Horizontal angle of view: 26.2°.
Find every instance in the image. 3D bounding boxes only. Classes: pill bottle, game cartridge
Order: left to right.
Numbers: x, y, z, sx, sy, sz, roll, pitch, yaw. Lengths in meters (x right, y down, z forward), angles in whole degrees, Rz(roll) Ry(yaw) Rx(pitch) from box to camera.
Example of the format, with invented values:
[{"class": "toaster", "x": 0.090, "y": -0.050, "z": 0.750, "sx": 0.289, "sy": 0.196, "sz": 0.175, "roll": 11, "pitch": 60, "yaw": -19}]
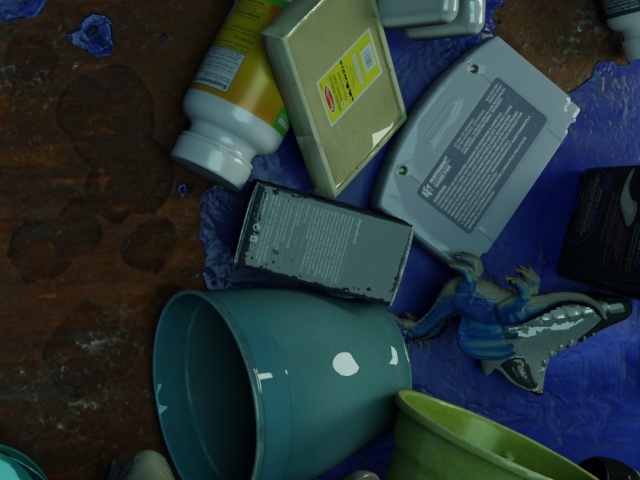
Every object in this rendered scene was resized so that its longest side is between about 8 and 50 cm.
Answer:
[{"class": "pill bottle", "x": -0.090, "y": -0.192, "z": 1.740, "sx": 0.136, "sy": 0.136, "sz": 0.245, "roll": 29, "pitch": 83, "yaw": -16}, {"class": "game cartridge", "x": 0.204, "y": -0.122, "z": 1.877, "sx": 0.196, "sy": 0.060, "sz": 0.294, "roll": 39, "pitch": 80, "yaw": -18}, {"class": "pill bottle", "x": 0.445, "y": -0.347, "z": 1.918, "sx": 0.108, "sy": 0.108, "sz": 0.180, "roll": -16, "pitch": 96, "yaw": -16}]

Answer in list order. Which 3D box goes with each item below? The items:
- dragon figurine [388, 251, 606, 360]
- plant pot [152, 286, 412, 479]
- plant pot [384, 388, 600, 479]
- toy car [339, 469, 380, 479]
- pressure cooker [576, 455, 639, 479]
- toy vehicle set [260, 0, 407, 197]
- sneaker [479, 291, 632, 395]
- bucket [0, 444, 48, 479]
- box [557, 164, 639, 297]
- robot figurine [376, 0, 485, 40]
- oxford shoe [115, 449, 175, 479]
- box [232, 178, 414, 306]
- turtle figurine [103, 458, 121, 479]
[{"class": "dragon figurine", "x": 0.226, "y": 0.104, "z": 1.806, "sx": 0.289, "sy": 0.085, "sz": 0.144, "roll": 12, "pitch": 108, "yaw": 14}, {"class": "plant pot", "x": -0.037, "y": 0.179, "z": 1.712, "sx": 0.255, "sy": 0.272, "sz": 0.271, "roll": -8, "pitch": 93, "yaw": -32}, {"class": "plant pot", "x": 0.165, "y": 0.350, "z": 1.630, "sx": 0.276, "sy": 0.276, "sz": 0.254, "roll": 23, "pitch": 94, "yaw": -16}, {"class": "toy car", "x": 0.068, "y": 0.406, "z": 1.812, "sx": 0.182, "sy": 0.159, "sz": 0.136, "roll": -46, "pitch": 141, "yaw": -14}, {"class": "pressure cooker", "x": 0.419, "y": 0.530, "z": 1.764, "sx": 0.420, "sy": 0.375, "sz": 0.370, "roll": 37, "pitch": 53, "yaw": -6}, {"class": "toy vehicle set", "x": 0.023, "y": -0.204, "z": 1.731, "sx": 0.166, "sy": 0.035, "sz": 0.267, "roll": -48, "pitch": 140, "yaw": -27}, {"class": "sneaker", "x": 0.323, "y": 0.147, "z": 1.910, "sx": 0.229, "sy": 0.086, "sz": 0.132, "roll": -6, "pitch": 98, "yaw": -7}, {"class": "bucket", "x": -0.427, "y": 0.365, "z": 1.623, "sx": 0.281, "sy": 0.183, "sz": 0.281, "roll": -1, "pitch": 92, "yaw": -17}, {"class": "box", "x": 0.456, "y": -0.006, "z": 1.842, "sx": 0.143, "sy": 0.270, "sz": 0.165, "roll": 17, "pitch": 87, "yaw": -16}, {"class": "robot figurine", "x": 0.147, "y": -0.441, "z": 1.771, "sx": 0.300, "sy": 0.200, "sz": 0.353, "roll": 8, "pitch": 83, "yaw": -59}, {"class": "oxford shoe", "x": -0.216, "y": 0.387, "z": 1.629, "sx": 0.140, "sy": 0.397, "sz": 0.146, "roll": 8, "pitch": 53, "yaw": -16}, {"class": "box", "x": 0.000, "y": 0.000, "z": 1.740, "sx": 0.207, "sy": 0.153, "sz": 0.108, "roll": 16, "pitch": 93, "yaw": -5}, {"class": "turtle figurine", "x": -0.171, "y": 0.364, "z": 1.742, "sx": 0.234, "sy": 0.118, "sz": 0.175, "roll": 18, "pitch": 86, "yaw": -11}]
